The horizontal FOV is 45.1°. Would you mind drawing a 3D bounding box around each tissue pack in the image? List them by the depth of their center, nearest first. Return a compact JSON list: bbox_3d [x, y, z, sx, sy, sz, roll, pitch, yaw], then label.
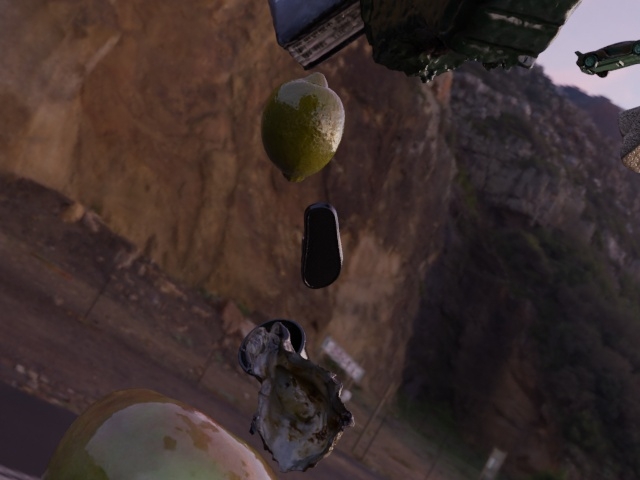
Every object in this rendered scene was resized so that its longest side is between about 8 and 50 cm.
[{"bbox_3d":[0.070,-0.486,1.326,0.122,0.361,0.259,37,31,-44],"label":"tissue pack"}]

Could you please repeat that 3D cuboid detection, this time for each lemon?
[{"bbox_3d":[-0.041,-0.240,1.658,0.184,0.248,0.184,12,16,-4],"label":"lemon"}]

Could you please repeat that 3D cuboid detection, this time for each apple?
[{"bbox_3d":[-0.200,0.350,0.938,0.319,0.277,0.319,26,-23,12],"label":"apple"}]

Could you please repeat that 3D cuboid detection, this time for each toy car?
[{"bbox_3d":[0.420,-0.258,1.074,0.122,0.035,0.059,-11,-13,37],"label":"toy car"}]

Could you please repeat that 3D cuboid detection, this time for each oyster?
[{"bbox_3d":[-0.069,0.300,1.525,0.337,0.198,0.133,52,-10,34],"label":"oyster"}]

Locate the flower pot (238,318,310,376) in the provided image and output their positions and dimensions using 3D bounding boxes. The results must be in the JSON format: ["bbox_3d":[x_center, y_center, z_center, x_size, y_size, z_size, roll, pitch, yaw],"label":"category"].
[{"bbox_3d":[-0.092,0.266,1.709,0.157,0.157,0.106,25,-31,42],"label":"flower pot"}]

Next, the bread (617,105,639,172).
[{"bbox_3d":[0.629,-0.201,1.410,0.152,0.105,0.077,-19,-30,39],"label":"bread"}]

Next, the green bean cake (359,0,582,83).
[{"bbox_3d":[0.197,-0.345,1.066,0.169,0.300,0.308,7,-36,-25],"label":"green bean cake"}]

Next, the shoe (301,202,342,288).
[{"bbox_3d":[0.000,0.000,1.134,0.062,0.053,0.159,-4,-49,-4],"label":"shoe"}]
